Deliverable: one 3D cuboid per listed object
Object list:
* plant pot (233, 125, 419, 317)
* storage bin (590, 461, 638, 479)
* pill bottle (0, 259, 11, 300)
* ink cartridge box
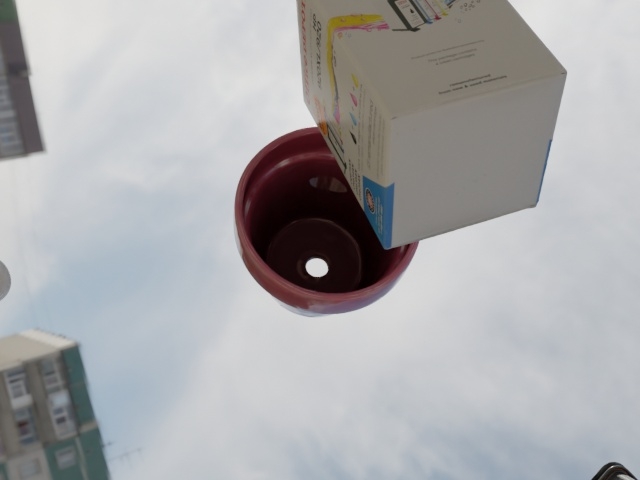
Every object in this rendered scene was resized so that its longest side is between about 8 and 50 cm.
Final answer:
[{"bbox_3d":[0.000,0.000,1.120,0.201,0.201,0.180,64,-15,17],"label":"plant pot"},{"bbox_3d":[0.334,0.325,1.129,0.098,0.135,0.091,46,-10,-8],"label":"storage bin"},{"bbox_3d":[-0.291,0.045,0.819,0.083,0.043,0.043,-32,-105,41],"label":"pill bottle"},{"bbox_3d":[0.093,-0.147,0.950,0.171,0.168,0.233,88,-18,-49],"label":"ink cartridge box"}]
